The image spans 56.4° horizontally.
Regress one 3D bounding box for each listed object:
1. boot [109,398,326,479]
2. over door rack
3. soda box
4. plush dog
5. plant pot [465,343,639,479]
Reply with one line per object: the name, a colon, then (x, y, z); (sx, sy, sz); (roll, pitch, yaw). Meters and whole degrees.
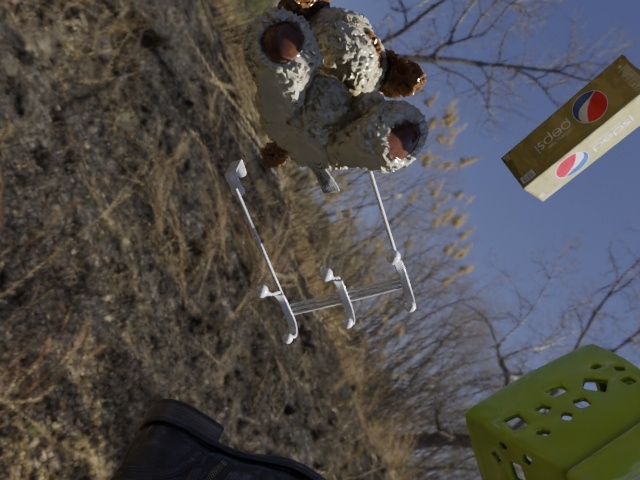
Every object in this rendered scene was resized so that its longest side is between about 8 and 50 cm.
boot: (-0.107, 0.277, 0.507); (0.091, 0.263, 0.229); (-60, -179, 32)
over door rack: (0.000, 0.000, 0.962); (0.108, 0.240, 0.324); (-69, 142, -72)
soda box: (0.319, -0.133, 0.732); (0.061, 0.181, 0.058); (19, 38, -44)
plush dog: (0.014, -0.215, 0.808); (0.262, 0.225, 0.211); (34, -28, -16)
plant pot: (0.349, 0.290, 0.729); (0.228, 0.227, 0.207); (70, -16, -11)
